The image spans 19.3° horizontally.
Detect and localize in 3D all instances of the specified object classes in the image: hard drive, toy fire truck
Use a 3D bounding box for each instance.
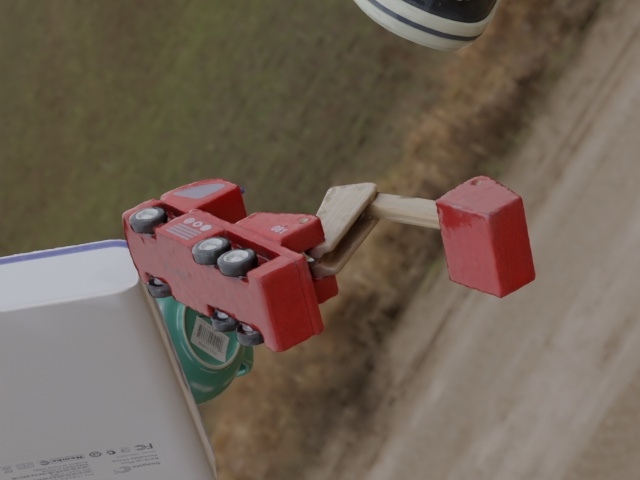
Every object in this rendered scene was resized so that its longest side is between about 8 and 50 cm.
[{"bbox_3d":[-0.199,0.109,1.291,0.319,0.210,0.040,78,-177,-59],"label":"hard drive"},{"bbox_3d":[0.000,0.000,0.953,0.135,0.047,0.192,-27,28,-27],"label":"toy fire truck"}]

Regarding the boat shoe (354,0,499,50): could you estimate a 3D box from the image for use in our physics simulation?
[{"bbox_3d":[0.115,-0.382,1.781,0.156,0.186,0.500,123,163,-47],"label":"boat shoe"}]

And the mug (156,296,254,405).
[{"bbox_3d":[-0.120,0.079,1.649,0.097,0.129,0.157,-14,8,40],"label":"mug"}]
